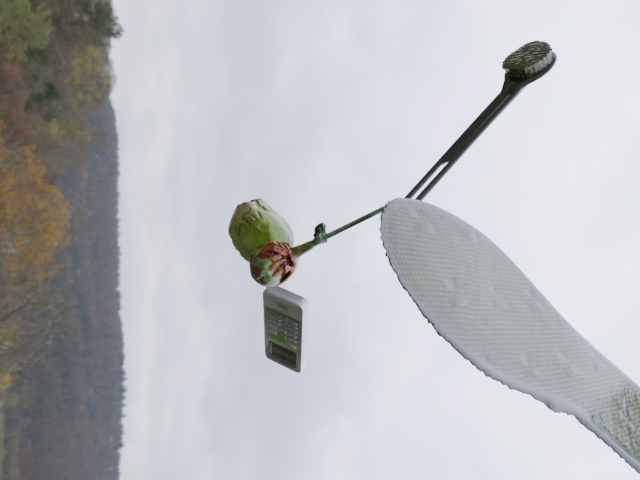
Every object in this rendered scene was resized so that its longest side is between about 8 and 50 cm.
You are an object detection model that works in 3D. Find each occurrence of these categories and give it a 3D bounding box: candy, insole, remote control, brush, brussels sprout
[{"bbox_3d":[-0.001,-0.001,0.948,0.287,0.084,0.078,-27,-97,16],"label":"candy"},{"bbox_3d":[0.155,0.075,0.371,0.007,0.322,0.109,-33,-153,43],"label":"insole"},{"bbox_3d":[-0.079,0.202,1.226,0.103,0.034,0.250,22,-43,17],"label":"remote control"},{"bbox_3d":[0.174,-0.128,0.628,0.266,0.027,0.062,-49,-148,-4],"label":"brush"},{"bbox_3d":[-0.124,-0.008,1.146,0.118,0.155,0.155,-55,-140,21],"label":"brussels sprout"}]
